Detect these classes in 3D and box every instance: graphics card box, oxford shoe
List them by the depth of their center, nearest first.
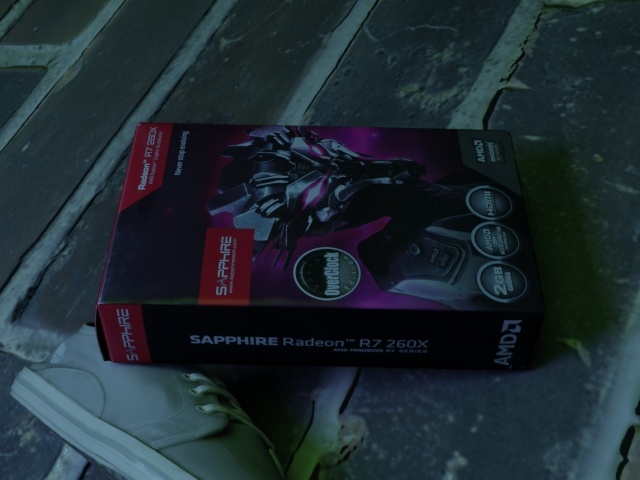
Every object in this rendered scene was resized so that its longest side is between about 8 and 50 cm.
[{"bbox_3d":[-0.116,0.173,0.793,0.449,0.169,0.130,19,61,45],"label":"oxford shoe"},{"bbox_3d":[0.000,0.000,0.837,0.371,0.094,0.233,2,47,-1],"label":"graphics card box"}]
